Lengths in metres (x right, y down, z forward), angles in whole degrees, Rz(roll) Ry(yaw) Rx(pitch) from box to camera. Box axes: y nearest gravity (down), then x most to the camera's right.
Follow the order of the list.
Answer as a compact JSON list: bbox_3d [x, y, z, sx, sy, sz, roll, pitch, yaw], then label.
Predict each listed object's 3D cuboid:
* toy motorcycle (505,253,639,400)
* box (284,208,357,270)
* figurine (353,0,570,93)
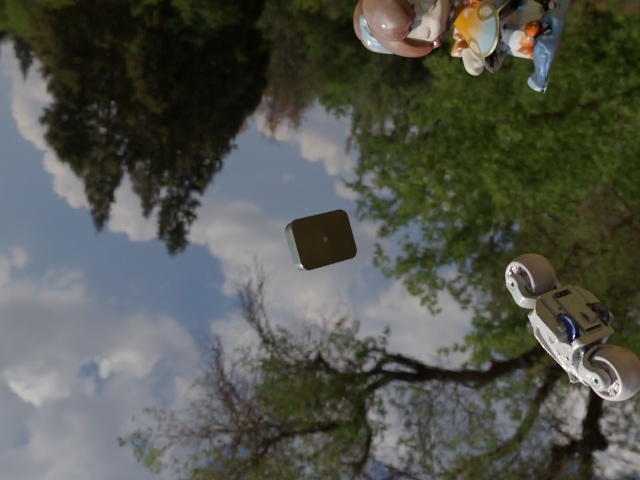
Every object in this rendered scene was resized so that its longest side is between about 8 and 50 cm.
[{"bbox_3d":[0.346,0.126,1.203,0.112,0.112,0.254,-3,-137,-37],"label":"toy motorcycle"},{"bbox_3d":[0.000,0.000,1.466,0.126,0.091,0.031,-16,179,-37],"label":"box"},{"bbox_3d":[0.242,-0.423,1.535,0.388,0.276,0.248,15,-147,11],"label":"figurine"}]
